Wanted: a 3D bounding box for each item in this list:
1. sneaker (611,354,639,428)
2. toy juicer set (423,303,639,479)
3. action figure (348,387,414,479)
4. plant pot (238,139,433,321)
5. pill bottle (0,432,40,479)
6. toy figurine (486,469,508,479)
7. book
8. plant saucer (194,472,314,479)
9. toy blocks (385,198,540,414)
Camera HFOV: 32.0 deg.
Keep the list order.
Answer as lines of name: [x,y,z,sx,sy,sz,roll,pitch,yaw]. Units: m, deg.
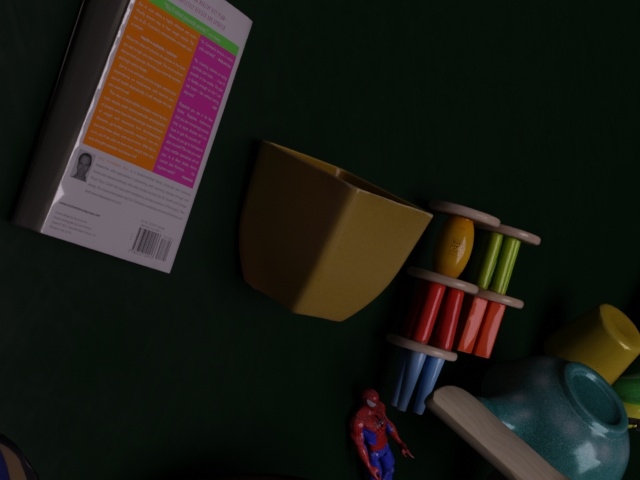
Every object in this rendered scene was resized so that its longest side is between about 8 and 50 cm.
sneaker: [0.343,0.102,1.096,0.295,0.109,0.123,-22,92,-41]
toy juicer set: [0.200,0.171,0.835,0.089,0.209,0.329,-47,163,29]
action figure: [0.042,0.153,0.793,0.038,0.030,0.115,-32,122,-34]
plant pot: [0.000,0.000,0.657,0.081,0.081,0.083,14,102,-51]
pill bottle: [-0.212,0.089,0.394,0.219,0.123,0.123,44,68,-46]
toy figurine: [0.211,0.291,0.889,0.148,0.209,0.213,-57,139,-2]
book: [-0.089,-0.063,0.565,0.096,0.035,0.144,24,83,-54]
plant saucer: [-0.025,0.273,0.575,0.311,0.050,0.310,6,67,-16]
toy blocks: [0.100,0.055,0.809,0.123,0.054,0.148,19,89,-53]
